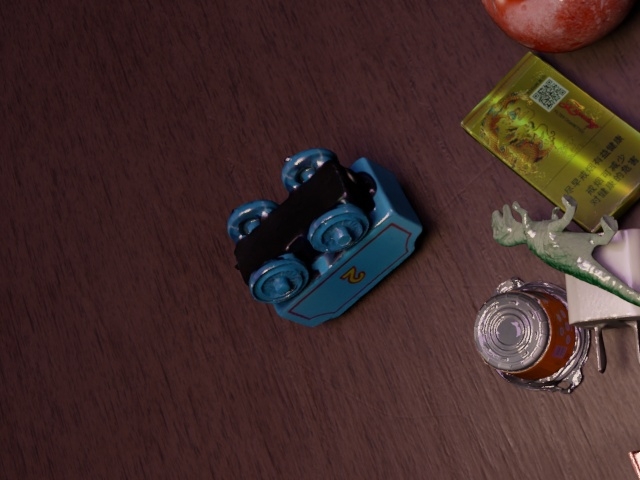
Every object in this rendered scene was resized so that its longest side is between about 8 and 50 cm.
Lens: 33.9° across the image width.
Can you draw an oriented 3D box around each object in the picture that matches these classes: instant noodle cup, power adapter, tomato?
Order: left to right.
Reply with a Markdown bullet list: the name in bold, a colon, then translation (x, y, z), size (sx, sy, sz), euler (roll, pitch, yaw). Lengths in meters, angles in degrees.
- **instant noodle cup**: translation (0.320, 0.148, 1.665), size (0.208, 0.125, 0.178), euler (43, 106, 30)
- **tomato**: translation (0.385, -0.431, 1.659), size (0.270, 0.227, 0.270), euler (13, 107, 49)
- **power adapter**: translation (0.447, 0.097, 1.589), size (0.130, 0.125, 0.205), euler (-8, 76, 32)

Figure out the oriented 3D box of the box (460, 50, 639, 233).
- **box**: translation (0.390, -0.158, 1.694), size (0.173, 0.043, 0.311), euler (-47, 58, 3)

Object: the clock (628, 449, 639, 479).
- **clock**: translation (0.580, 0.330, 1.479), size (0.255, 0.106, 0.220), euler (-30, 67, 26)

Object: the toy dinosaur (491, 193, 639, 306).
- **toy dinosaur**: translation (0.393, 0.005, 1.510), size (0.383, 0.076, 0.129), euler (31, 132, 42)

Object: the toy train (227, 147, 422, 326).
- **toy train**: translation (0.000, 0.000, 1.815), size (0.300, 0.265, 0.188), euler (-42, 51, 22)
